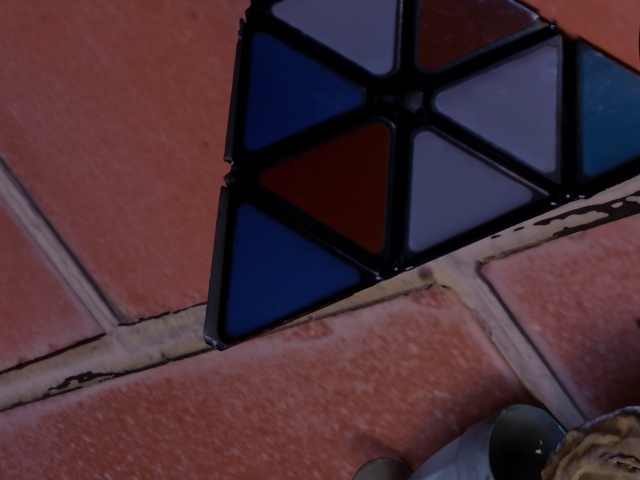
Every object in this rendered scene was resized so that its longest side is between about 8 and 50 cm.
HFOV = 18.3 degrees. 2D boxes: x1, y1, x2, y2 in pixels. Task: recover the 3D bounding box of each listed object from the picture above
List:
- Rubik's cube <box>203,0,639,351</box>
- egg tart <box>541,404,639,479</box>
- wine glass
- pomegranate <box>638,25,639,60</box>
[{"bbox_3d":[0.000,0.000,1.053,0.284,0.234,0.250,35,141,8],"label":"Rubik's cube"},{"bbox_3d":[0.233,0.173,1.126,0.234,0.094,0.234,21,137,21],"label":"egg tart"},{"bbox_3d":[0.088,0.154,1.252,0.073,0.073,0.155,49,143,-8],"label":"wine glass"},{"bbox_3d":[0.202,-0.120,0.870,0.152,0.131,0.191,-38,75,56],"label":"pomegranate"}]
